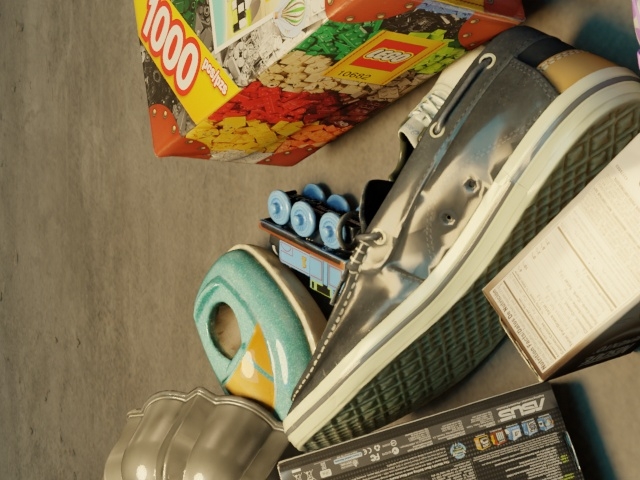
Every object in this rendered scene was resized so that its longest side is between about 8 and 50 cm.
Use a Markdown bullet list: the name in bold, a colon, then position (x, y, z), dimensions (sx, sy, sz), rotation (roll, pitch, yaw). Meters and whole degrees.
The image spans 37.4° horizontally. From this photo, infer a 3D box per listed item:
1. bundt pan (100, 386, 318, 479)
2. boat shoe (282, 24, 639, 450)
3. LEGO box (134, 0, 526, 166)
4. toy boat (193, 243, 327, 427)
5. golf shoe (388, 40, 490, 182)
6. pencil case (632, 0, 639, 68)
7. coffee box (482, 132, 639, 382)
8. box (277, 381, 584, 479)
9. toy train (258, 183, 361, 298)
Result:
- **bundt pan**: position (-0.131, 0.344, 1.141), dimensions (0.331, 0.124, 0.330), rotation (11, 123, 18)
- **boat shoe**: position (0.107, 0.016, 0.907), dimensions (0.156, 0.187, 0.500), rotation (53, 124, 32)
- **LEGO box**: position (-0.038, -0.374, 0.980), dimensions (0.372, 0.193, 0.500), rotation (-28, 67, 48)
- **toy boat**: position (-0.106, 0.180, 1.199), dimensions (0.267, 0.148, 0.318), rotation (53, 130, 32)
- **golf shoe**: position (0.121, -0.120, 0.945), dimensions (0.069, 0.086, 0.176), rotation (35, 118, 44)
- **pencil case**: position (0.315, -0.167, 0.646), dimensions (0.206, 0.088, 0.086), rotation (-19, 108, 27)
- **coffee box**: position (0.264, -0.003, 0.747), dimensions (0.246, 0.141, 0.098), rotation (-53, 57, 40)
- **box**: position (0.117, 0.271, 0.876), dimensions (0.060, 0.270, 0.216), rotation (77, 175, -77)
- **toy train**: position (0.000, 0.000, 1.110), dimensions (0.184, 0.080, 0.105), rotation (24, 118, 46)
